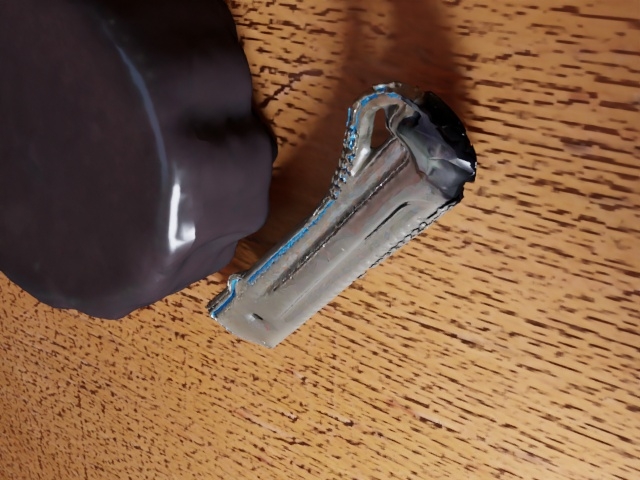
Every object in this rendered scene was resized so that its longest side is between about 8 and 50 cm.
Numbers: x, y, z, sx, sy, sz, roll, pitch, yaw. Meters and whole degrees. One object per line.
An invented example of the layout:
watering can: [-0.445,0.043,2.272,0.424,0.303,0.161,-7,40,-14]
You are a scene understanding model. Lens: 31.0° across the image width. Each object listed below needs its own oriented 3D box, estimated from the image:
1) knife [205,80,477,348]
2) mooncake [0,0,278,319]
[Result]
knife: [0.004,-0.004,0.800,0.089,0.043,0.365,41,146,-3]
mooncake: [-0.158,-0.087,0.849,0.283,0.141,0.283,19,123,31]
